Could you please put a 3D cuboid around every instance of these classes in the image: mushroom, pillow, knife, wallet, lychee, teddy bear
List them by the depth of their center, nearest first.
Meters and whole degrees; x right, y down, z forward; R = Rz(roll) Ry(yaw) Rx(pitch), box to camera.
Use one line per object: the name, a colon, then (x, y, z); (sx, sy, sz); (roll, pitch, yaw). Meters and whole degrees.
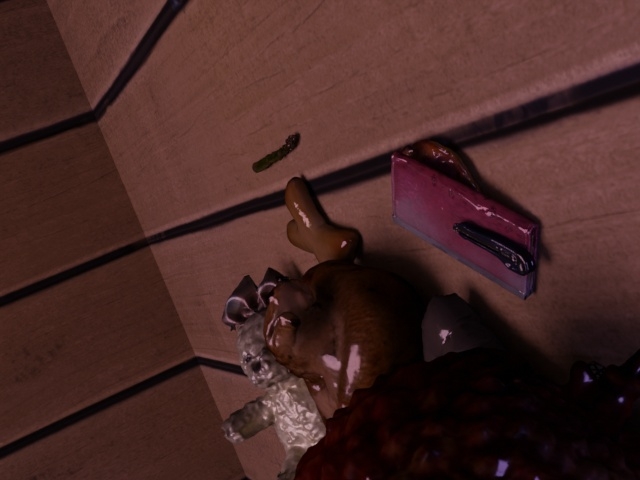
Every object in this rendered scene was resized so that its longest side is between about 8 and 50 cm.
lychee: (0.183, 0.311, 0.963); (0.424, 0.500, 0.424); (45, -178, -2)
knife: (0.209, 0.006, 1.105); (0.121, 0.018, 0.031); (33, 140, 40)
wallet: (0.178, -0.024, 1.169); (0.232, 0.025, 0.119); (33, 144, 37)
pillow: (0.227, 0.252, 1.297); (0.228, 0.101, 0.326); (49, 151, 40)
mushroom: (0.026, 0.170, 1.446); (0.345, 0.260, 0.345); (174, 90, -75)
teddy bear: (-0.081, 0.299, 1.788); (0.327, 0.375, 0.362); (-23, 114, 28)

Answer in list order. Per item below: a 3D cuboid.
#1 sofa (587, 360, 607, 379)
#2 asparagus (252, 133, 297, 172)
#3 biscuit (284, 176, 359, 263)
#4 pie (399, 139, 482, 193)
sofa: (0.333, 0.207, 1.081); (0.060, 0.039, 0.117); (37, 145, 54)
asparagus: (-0.085, -0.158, 1.700); (0.248, 0.025, 0.024); (-21, 50, 69)
biscuit: (0.000, -0.001, 1.634); (0.208, 0.047, 0.164); (47, 153, 39)
pie: (0.150, -0.090, 1.207); (0.170, 0.034, 0.092); (7, 122, 62)
